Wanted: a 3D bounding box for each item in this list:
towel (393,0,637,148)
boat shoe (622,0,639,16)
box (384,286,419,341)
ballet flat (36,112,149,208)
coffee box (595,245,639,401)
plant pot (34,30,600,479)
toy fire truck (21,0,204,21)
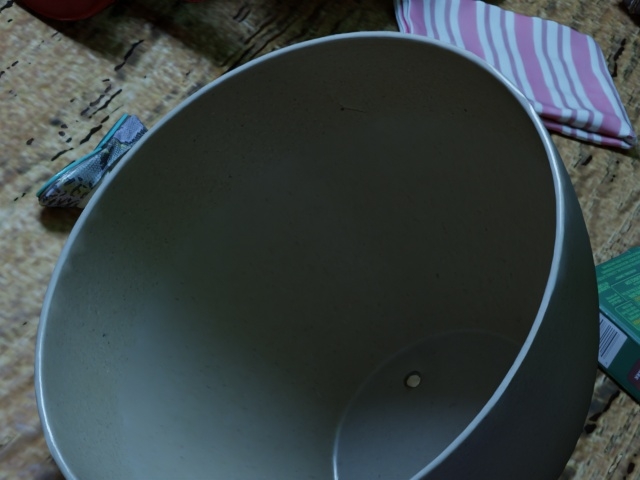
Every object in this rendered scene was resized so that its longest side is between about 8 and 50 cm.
[{"bbox_3d":[0.153,-0.142,1.555,0.197,0.029,0.144,15,36,-20],"label":"towel"},{"bbox_3d":[0.340,-0.236,1.786,0.073,0.073,0.207,42,42,18],"label":"boat shoe"},{"bbox_3d":[0.000,0.000,1.175,0.169,0.059,0.054,42,38,22],"label":"box"},{"bbox_3d":[-0.131,-0.042,1.204,0.041,0.041,0.114,32,34,5],"label":"ballet flat"},{"bbox_3d":[0.248,0.083,1.305,0.184,0.040,0.113,42,36,22],"label":"coffee box"},{"bbox_3d":[0.025,0.064,1.005,0.191,0.284,0.284,48,11,-48],"label":"plant pot"},{"bbox_3d":[-0.160,-0.313,1.352,0.302,0.254,0.169,34,34,10],"label":"toy fire truck"}]
